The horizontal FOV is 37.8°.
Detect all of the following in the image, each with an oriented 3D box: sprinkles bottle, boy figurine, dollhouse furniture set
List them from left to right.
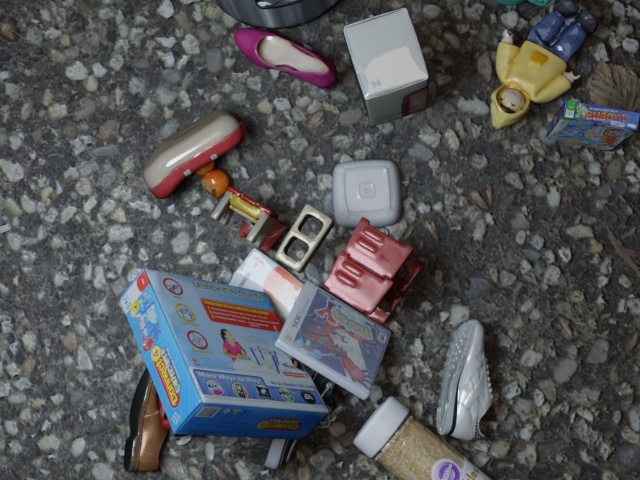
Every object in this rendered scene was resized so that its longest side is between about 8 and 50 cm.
[{"bbox_3d":[0.000,0.000,1.822,0.374,0.201,0.152,32,87,13],"label":"dollhouse furniture set"},{"bbox_3d":[0.234,0.453,1.785,0.355,0.121,0.121,39,88,7],"label":"sprinkles bottle"},{"bbox_3d":[0.425,-0.351,1.874,0.177,0.092,0.285,39,85,5],"label":"boy figurine"}]

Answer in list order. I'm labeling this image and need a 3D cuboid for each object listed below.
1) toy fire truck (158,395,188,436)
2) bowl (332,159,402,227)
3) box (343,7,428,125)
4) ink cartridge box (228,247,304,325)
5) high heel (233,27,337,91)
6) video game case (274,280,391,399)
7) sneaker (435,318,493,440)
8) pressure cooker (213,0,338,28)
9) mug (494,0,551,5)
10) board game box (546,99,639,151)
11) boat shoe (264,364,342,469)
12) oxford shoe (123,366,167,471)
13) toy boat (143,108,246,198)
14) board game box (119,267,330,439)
[{"bbox_3d":[-0.213,0.292,1.775,0.217,0.246,0.158,-7,84,4],"label":"toy fire truck"},{"bbox_3d":[0.094,-0.097,1.891,0.142,0.053,0.141,-3,84,3],"label":"bowl"},{"bbox_3d":[0.131,-0.332,1.822,0.127,0.232,0.148,-17,83,3],"label":"box"},{"bbox_3d":[-0.129,0.126,1.889,0.145,0.045,0.179,37,85,8],"label":"ink cartridge box"},{"bbox_3d":[-0.075,-0.379,1.902,0.244,0.117,0.082,34,88,7],"label":"high heel"},{"bbox_3d":[0.028,0.188,1.795,0.201,0.183,0.023,32,130,-5],"label":"video game case"},{"bbox_3d":[0.294,0.272,1.827,0.095,0.090,0.235,12,89,-7],"label":"sneaker"},{"bbox_3d":[-0.103,-0.636,1.781,0.370,0.420,0.375,37,88,6],"label":"pressure cooker"},{"bbox_3d":[0.388,-0.530,1.887,0.130,0.097,0.157,-12,79,5],"label":"mug"},{"bbox_3d":[0.518,-0.218,1.794,0.136,0.201,0.035,11,85,6],"label":"board game box"},{"bbox_3d":[-0.010,0.314,1.827,0.105,0.113,0.306,25,71,1],"label":"boat shoe"},{"bbox_3d":[-0.342,0.358,1.879,0.076,0.076,0.212,11,81,-24],"label":"oxford shoe"},{"bbox_3d":[-0.240,-0.152,1.896,0.231,0.151,0.151,-31,111,1],"label":"toy boat"},{"bbox_3d":[-0.172,0.207,1.680,0.086,0.308,0.302,-49,50,23],"label":"board game box"}]
